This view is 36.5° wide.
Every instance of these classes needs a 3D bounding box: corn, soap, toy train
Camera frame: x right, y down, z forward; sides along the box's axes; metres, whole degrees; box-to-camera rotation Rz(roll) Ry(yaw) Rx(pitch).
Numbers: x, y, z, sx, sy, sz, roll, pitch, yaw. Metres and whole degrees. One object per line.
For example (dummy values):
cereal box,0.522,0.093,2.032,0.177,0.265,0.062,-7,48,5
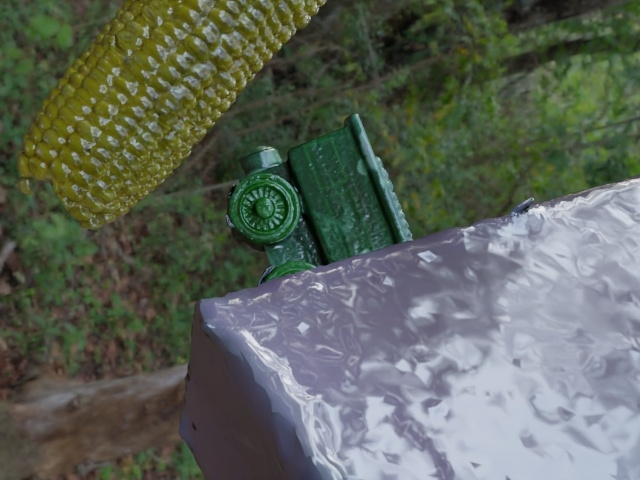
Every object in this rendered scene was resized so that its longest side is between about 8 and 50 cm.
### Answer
corn,-0.063,-0.106,0.502,0.080,0.238,0.080,39,-4,3
soap,0.132,0.109,0.389,0.285,0.296,0.107,55,-32,37
toy train,0.000,0.000,1.164,0.145,0.201,0.266,92,-23,-83
